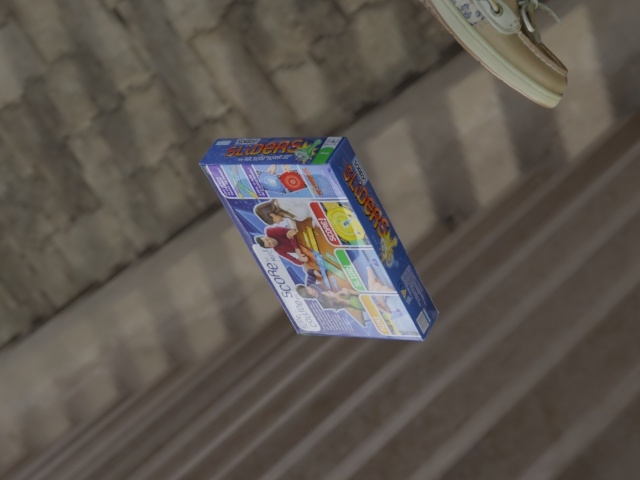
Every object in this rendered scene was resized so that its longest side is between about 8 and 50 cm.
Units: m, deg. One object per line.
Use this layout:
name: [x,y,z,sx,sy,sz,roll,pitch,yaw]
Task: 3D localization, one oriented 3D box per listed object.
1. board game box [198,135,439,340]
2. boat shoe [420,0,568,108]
board game box: [0.000,0.000,1.665,0.136,0.035,0.201,2,134,36]
boat shoe: [0.126,-0.234,1.736,0.285,0.089,0.104,45,-170,-13]
